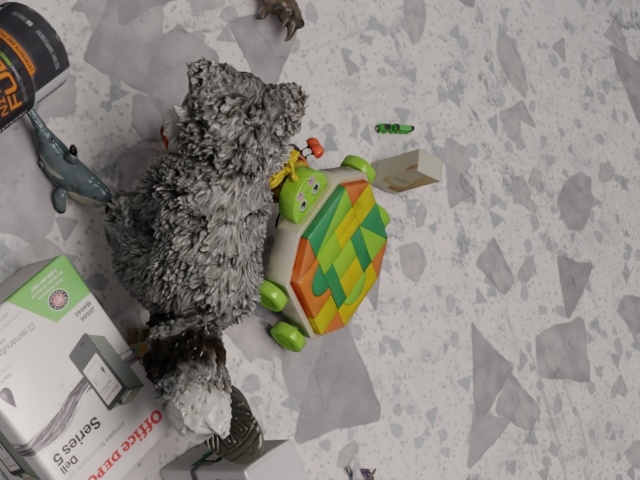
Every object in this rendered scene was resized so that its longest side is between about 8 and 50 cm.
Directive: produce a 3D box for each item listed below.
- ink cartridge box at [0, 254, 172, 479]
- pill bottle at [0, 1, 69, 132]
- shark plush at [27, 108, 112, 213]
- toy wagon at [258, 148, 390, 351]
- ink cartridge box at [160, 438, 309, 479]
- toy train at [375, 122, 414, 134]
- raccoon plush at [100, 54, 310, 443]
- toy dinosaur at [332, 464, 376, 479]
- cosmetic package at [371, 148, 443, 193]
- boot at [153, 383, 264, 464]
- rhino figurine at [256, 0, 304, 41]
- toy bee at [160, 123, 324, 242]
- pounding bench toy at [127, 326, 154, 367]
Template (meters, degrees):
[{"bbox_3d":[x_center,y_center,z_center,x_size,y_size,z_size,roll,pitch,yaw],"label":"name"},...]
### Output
[{"bbox_3d":[-0.337,0.187,1.515,0.198,0.114,0.273,-46,111,-38],"label":"ink cartridge box"},{"bbox_3d":[-0.439,-0.185,1.500,0.130,0.130,0.246,55,52,-17],"label":"pill bottle"},{"bbox_3d":[-0.337,-0.114,1.614,0.073,0.067,0.161,-31,102,-40],"label":"shark plush"},{"bbox_3d":[0.000,0.000,1.775,0.267,0.068,0.344,-55,150,-22],"label":"toy wagon"},{"bbox_3d":[-0.102,0.358,1.617,0.092,0.219,0.160,-28,98,-38],"label":"ink cartridge box"},{"bbox_3d":[0.130,-0.193,2.070,0.083,0.023,0.017,-3,83,-41],"label":"toy train"},{"bbox_3d":[-0.101,-0.010,1.500,0.216,0.299,0.446,4,45,-35],"label":"raccoon plush"},{"bbox_3d":[0.050,0.384,1.877,0.082,0.047,0.090,11,106,-48],"label":"toy dinosaur"},{"bbox_3d":[0.142,-0.114,2.001,0.060,0.115,0.041,21,68,-36],"label":"cosmetic package"},{"bbox_3d":[-0.129,0.233,1.604,0.076,0.208,0.189,-43,71,-7],"label":"boot"},{"bbox_3d":[-0.065,-0.434,1.921,0.106,0.073,0.243,5,79,-44],"label":"rhino figurine"},{"bbox_3d":[-0.086,-0.117,1.777,0.162,0.195,0.298,-43,141,7],"label":"toy bee"},{"bbox_3d":[-0.215,0.150,1.664,0.083,0.065,0.052,18,69,-38],"label":"pounding bench toy"}]
